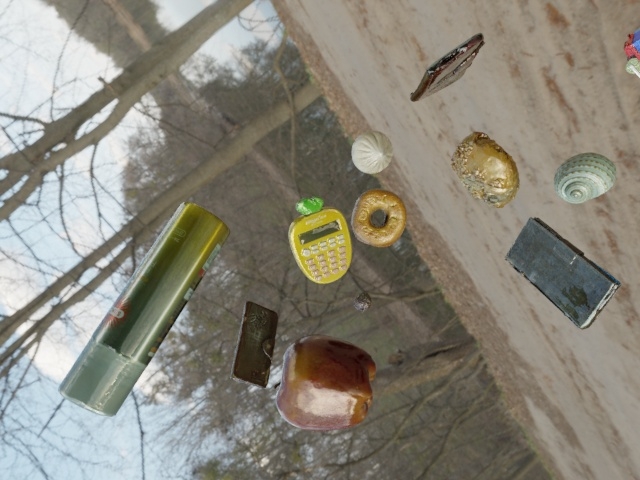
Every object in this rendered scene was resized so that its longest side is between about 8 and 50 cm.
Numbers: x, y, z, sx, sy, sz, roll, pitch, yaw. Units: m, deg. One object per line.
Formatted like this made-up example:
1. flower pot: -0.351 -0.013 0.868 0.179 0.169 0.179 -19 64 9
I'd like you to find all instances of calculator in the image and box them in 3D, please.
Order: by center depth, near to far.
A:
1. calculator: 0.000 0.000 1.156 0.032 0.146 0.235 -131 23 -62

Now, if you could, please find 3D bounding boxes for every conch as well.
1. conch: 0.861 -0.223 1.602 0.131 0.200 0.172 25 150 -24

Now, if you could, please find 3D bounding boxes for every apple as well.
1. apple: 0.012 0.439 1.504 0.288 0.316 0.288 4 -90 -80

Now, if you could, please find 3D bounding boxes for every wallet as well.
1. wallet: 0.262 -0.352 1.007 0.031 0.137 0.255 60 -174 -2
2. wallet: 0.662 0.083 1.351 0.044 0.169 0.317 4 -147 -28
3. wallet: -0.180 0.291 1.368 0.121 0.031 0.232 28 -129 -30

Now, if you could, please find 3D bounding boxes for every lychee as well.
1. lychee: 0.167 0.244 1.911 0.067 0.083 0.068 23 154 -14

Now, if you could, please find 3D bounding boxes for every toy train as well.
1. toy train: 0.892 -0.468 1.266 0.204 0.083 0.131 44 141 -12

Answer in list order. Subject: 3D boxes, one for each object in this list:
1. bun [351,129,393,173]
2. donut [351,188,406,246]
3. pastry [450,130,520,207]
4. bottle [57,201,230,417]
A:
1. bun: 0.173 -0.274 1.509 0.138 0.138 0.094 52 167 -29
2. donut: 0.220 -0.087 1.827 0.227 0.226 0.114 50 -173 9
3. pastry: 0.564 -0.229 1.663 0.255 0.162 0.311 55 -170 31
4. bottle: -0.227 0.086 0.643 0.082 0.286 0.082 25 162 9
